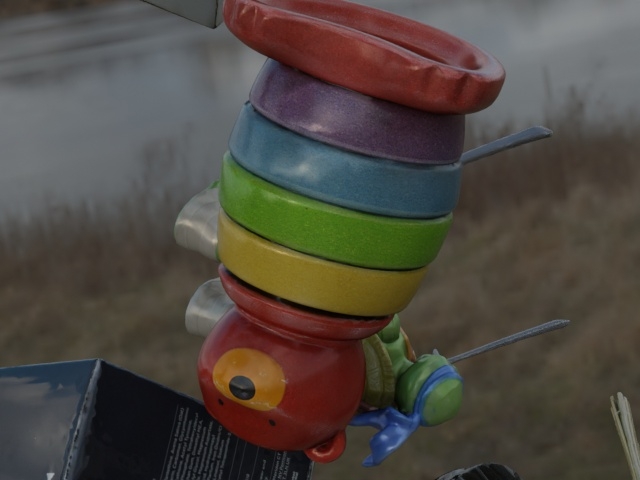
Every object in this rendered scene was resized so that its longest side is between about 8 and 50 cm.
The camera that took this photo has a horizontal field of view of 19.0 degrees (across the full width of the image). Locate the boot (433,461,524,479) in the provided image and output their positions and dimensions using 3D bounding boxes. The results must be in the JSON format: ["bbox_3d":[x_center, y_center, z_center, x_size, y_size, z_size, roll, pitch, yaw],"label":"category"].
[{"bbox_3d":[-0.022,0.278,1.171,0.260,0.131,0.348,-18,21,43],"label":"boot"}]

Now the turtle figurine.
[{"bbox_3d":[0.037,0.036,1.481,0.266,0.274,0.198,22,-14,31],"label":"turtle figurine"}]

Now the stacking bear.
[{"bbox_3d":[0.000,0.000,1.228,0.175,0.289,0.164,20,15,14],"label":"stacking bear"}]

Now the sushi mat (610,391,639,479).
[{"bbox_3d":[0.275,0.271,1.483,0.019,0.151,0.316,-19,35,10],"label":"sushi mat"}]

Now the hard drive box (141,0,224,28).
[{"bbox_3d":[-0.077,-0.330,1.643,0.089,0.232,0.181,23,45,16],"label":"hard drive box"}]

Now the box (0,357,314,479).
[{"bbox_3d":[-0.134,0.168,1.348,0.207,0.108,0.153,28,-24,-38],"label":"box"}]
